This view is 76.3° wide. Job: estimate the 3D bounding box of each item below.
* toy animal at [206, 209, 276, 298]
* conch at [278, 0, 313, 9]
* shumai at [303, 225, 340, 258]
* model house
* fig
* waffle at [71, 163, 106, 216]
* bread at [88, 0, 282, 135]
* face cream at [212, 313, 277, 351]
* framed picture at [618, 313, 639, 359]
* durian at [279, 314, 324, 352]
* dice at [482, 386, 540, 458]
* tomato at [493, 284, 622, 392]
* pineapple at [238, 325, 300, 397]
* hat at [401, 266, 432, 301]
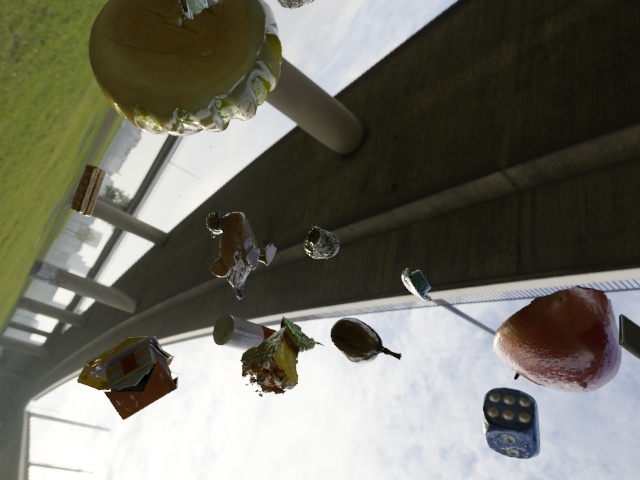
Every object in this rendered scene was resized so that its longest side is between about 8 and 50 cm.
[{"bbox_3d":[-0.193,0.028,0.887,0.179,0.089,0.189,21,-71,31],"label":"toy animal"},{"bbox_3d":[-0.054,-0.419,0.575,0.245,0.162,0.178,-55,175,-32],"label":"conch"},{"bbox_3d":[0.000,-0.001,1.341,0.123,0.087,0.099,-3,-117,8],"label":"shumai"},{"bbox_3d":[-0.493,0.380,1.068,0.219,0.208,0.136,-30,-128,-14],"label":"model house"},{"bbox_3d":[0.156,0.355,1.377,0.274,0.170,0.146,8,-128,48],"label":"fig"},{"bbox_3d":[-0.694,-0.151,1.216,0.102,0.042,0.148,15,-94,47],"label":"waffle"},{"bbox_3d":[-0.237,-0.317,0.729,0.160,0.332,0.333,74,38,-75],"label":"bread"},{"bbox_3d":[-0.231,0.309,1.306,0.095,0.214,0.096,-19,-123,32],"label":"face cream"},{"bbox_3d":[0.624,0.210,0.751,0.109,0.149,0.011,-33,156,-48],"label":"framed picture"},{"bbox_3d":[-0.076,0.375,1.554,0.086,0.215,0.100,-29,-154,46],"label":"durian"},{"bbox_3d":[0.546,0.522,1.167,0.142,0.146,0.146,-4,-147,30],"label":"dice"},{"bbox_3d":[0.561,0.246,0.914,0.309,0.308,0.170,-44,-137,27],"label":"tomato"},{"bbox_3d":[-0.138,0.331,1.138,0.186,0.115,0.236,-39,-159,-27],"label":"pineapple"},{"bbox_3d":[0.357,0.151,1.485,0.077,0.138,0.191,-38,-177,0],"label":"hat"}]
